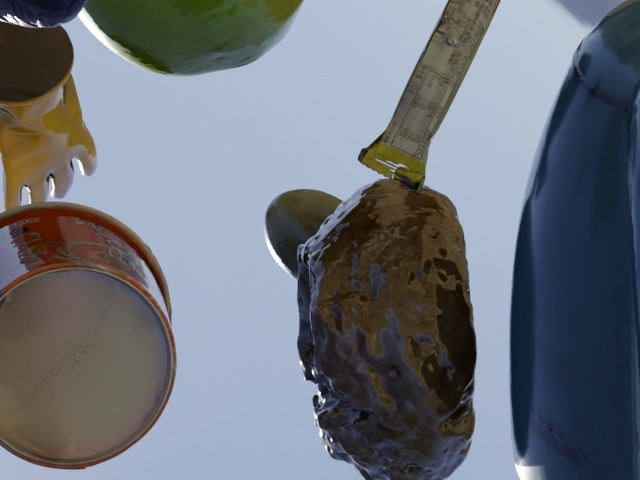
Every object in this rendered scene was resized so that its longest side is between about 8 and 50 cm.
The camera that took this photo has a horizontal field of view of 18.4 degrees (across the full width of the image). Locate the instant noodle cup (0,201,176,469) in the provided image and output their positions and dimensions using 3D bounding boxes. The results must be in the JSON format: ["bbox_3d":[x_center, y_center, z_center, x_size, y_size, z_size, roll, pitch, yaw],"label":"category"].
[{"bbox_3d":[-0.247,0.101,1.884,0.250,0.250,0.192,40,179,-18],"label":"instant noodle cup"}]

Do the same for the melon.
[{"bbox_3d":[0.000,0.000,2.047,0.131,0.098,0.098,42,-166,12],"label":"melon"}]

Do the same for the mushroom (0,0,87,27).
[{"bbox_3d":[-0.193,-0.193,1.277,0.123,0.123,0.052,48,-143,12],"label":"mushroom"}]

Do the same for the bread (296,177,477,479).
[{"bbox_3d":[0.046,0.066,1.444,0.123,0.230,0.230,-1,-157,-3],"label":"bread"}]

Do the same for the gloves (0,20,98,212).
[{"bbox_3d":[-0.324,-0.122,2.247,0.116,0.133,0.294,54,163,26],"label":"gloves"}]

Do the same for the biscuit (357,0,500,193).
[{"bbox_3d":[0.098,-0.146,1.415,0.048,0.026,0.292,23,-129,6],"label":"biscuit"}]

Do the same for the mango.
[{"bbox_3d":[-0.120,-0.232,1.546,0.273,0.185,0.149,34,-154,-53],"label":"mango"}]

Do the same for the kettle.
[{"bbox_3d":[0.233,0.019,1.228,0.319,0.247,0.342,-74,-19,-56],"label":"kettle"}]
